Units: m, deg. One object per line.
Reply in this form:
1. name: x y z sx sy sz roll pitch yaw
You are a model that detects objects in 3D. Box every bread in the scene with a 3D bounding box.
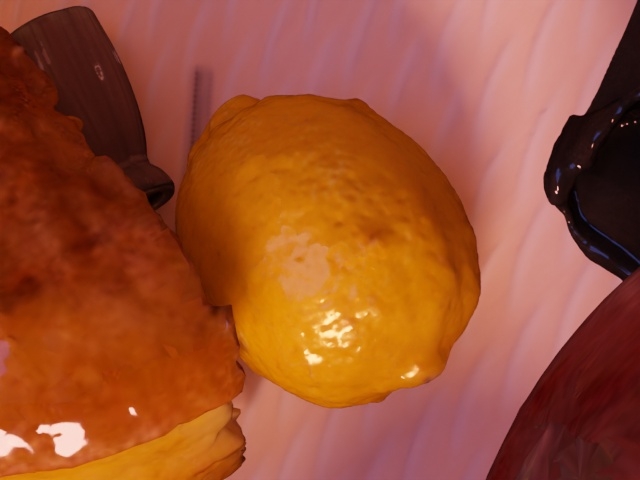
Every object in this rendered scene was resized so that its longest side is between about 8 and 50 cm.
1. bread: -0.188 0.008 0.628 0.179 0.194 0.340 -35 63 -17

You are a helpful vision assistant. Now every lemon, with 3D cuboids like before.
1. lemon: 0.000 0.000 0.606 0.114 0.114 0.155 -47 65 22

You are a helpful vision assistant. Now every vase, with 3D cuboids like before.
1. vase: -0.110 -0.058 0.701 0.053 0.053 0.100 -34 79 26

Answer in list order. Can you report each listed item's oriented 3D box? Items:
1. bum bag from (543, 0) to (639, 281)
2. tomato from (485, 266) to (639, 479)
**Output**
1. bum bag: 0.173 -0.104 0.502 0.142 0.080 0.326 17 92 17
2. tomato: 0.152 0.103 0.363 0.227 0.270 0.270 25 108 -18
